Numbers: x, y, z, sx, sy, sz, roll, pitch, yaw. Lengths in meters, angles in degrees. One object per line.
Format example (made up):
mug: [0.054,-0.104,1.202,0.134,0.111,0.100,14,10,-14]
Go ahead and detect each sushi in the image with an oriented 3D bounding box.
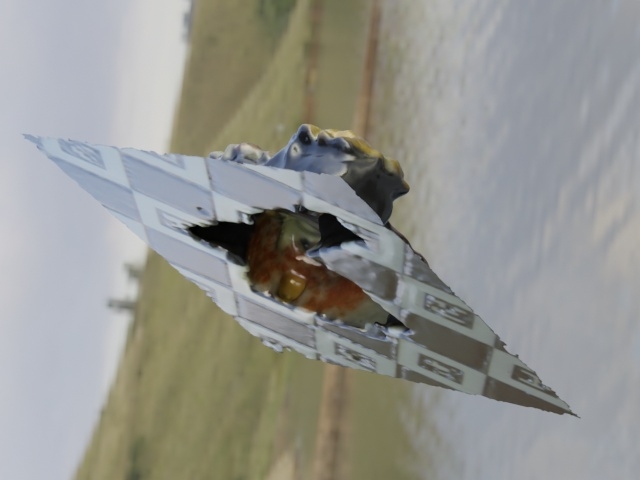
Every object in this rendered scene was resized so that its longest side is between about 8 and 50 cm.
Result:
sushi: [0.000,0.000,0.467,0.126,0.120,0.026,44,-115,-42]
